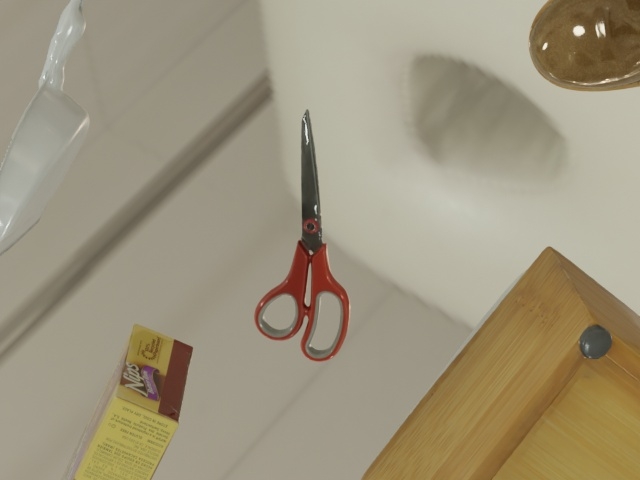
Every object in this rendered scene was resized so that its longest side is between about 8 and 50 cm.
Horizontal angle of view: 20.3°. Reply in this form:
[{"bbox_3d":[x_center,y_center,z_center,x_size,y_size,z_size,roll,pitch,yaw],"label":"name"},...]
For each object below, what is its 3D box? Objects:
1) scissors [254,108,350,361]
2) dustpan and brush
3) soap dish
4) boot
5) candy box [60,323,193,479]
[{"bbox_3d":[0.000,0.000,1.997,0.109,0.021,0.297,17,115,6],"label":"scissors"},{"bbox_3d":[-0.220,-0.099,1.442,0.060,0.147,0.211,32,108,-1],"label":"dustpan and brush"},{"bbox_3d":[0.211,0.179,1.353,0.291,0.229,0.118,37,-176,-21],"label":"soap dish"},{"bbox_3d":[0.278,-0.176,1.359,0.305,0.115,0.112,-13,102,36],"label":"boot"},{"bbox_3d":[-0.153,0.166,1.288,0.053,0.109,0.186,25,114,-9],"label":"candy box"}]
